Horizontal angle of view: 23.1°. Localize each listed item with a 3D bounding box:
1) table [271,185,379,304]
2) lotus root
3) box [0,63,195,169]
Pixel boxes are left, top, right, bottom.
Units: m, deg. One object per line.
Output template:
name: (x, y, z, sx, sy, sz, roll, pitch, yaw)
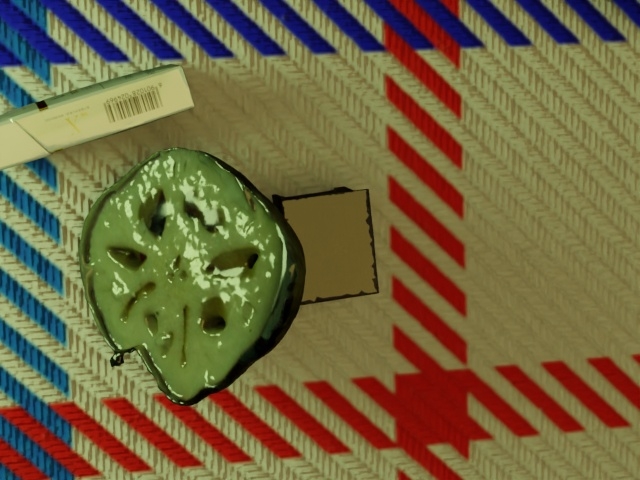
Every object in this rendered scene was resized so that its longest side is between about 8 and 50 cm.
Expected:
table: (0.000, 0.000, 1.244, 0.070, 0.082, 0.083, -9, 99, -11)
lotus root: (-0.087, 0.023, 1.204, 0.203, 0.078, 0.183, -33, 76, 33)
box: (-0.178, -0.096, 1.193, 0.154, 0.084, 0.040, -20, 103, -9)
